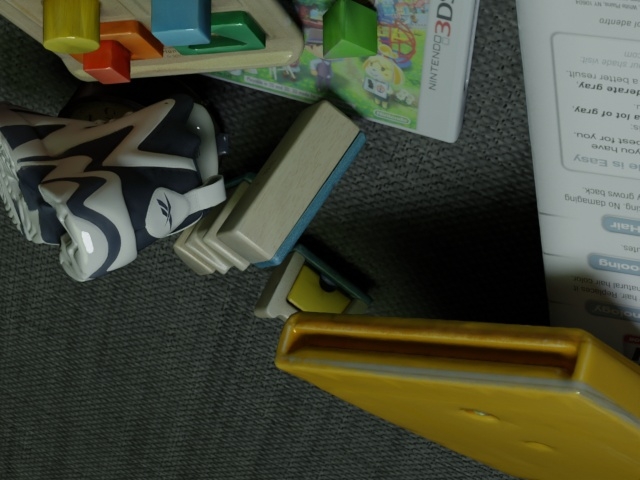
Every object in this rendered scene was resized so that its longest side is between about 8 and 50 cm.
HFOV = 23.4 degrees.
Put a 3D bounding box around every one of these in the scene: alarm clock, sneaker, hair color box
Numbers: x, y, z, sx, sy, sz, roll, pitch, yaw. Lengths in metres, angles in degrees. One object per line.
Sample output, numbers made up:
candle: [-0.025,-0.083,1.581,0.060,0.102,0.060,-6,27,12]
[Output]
alarm clock: [-0.145,-0.068,1.242,0.129,0.064,0.192,22,137,6]
sneaker: [-0.151,-0.059,1.144,0.235,0.153,0.094,31,136,57]
hair color box: [0.242,-0.060,1.000,0.185,0.113,0.374,9,137,23]

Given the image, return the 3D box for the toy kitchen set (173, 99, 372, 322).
toy kitchen set: [0.000,0.000,1.210,0.166,0.122,0.207,37,166,-14]

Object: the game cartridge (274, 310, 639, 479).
game cartridge: [0.171,0.133,1.174,0.285,0.052,0.324,1,160,44]

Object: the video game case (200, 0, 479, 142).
video game case: [0.005,-0.168,1.082,0.212,0.023,0.193,17,139,12]

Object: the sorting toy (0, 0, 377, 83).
sorting toy: [-0.119,-0.141,1.023,0.348,0.047,0.196,-3,166,12]
